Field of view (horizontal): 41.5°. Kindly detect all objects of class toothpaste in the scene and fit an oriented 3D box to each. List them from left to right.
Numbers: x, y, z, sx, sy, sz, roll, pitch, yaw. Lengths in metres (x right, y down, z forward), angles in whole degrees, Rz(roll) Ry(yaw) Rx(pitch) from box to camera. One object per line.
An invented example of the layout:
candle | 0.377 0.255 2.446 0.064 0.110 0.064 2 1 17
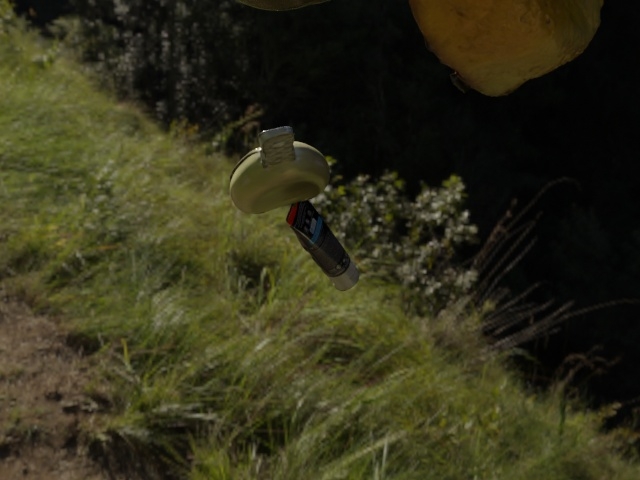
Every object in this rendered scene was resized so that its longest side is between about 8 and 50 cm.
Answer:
toothpaste | 0.000 0.000 1.239 0.045 0.193 0.071 -7 51 27

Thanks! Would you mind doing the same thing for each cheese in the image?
cheese | -0.049 -0.087 0.974 0.127 0.054 0.251 -16 -9 -4

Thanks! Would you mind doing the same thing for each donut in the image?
donut | 0.272 -0.403 1.159 0.164 0.377 0.435 -11 14 39

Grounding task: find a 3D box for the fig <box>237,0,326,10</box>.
fig | -0.038 -0.306 0.591 0.240 0.271 0.239 -29 32 20
